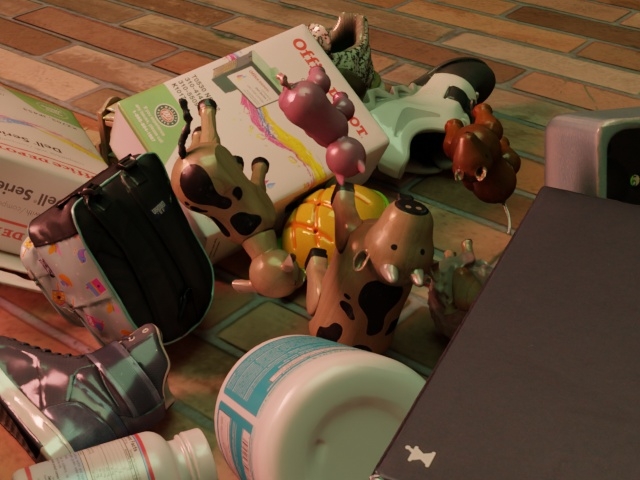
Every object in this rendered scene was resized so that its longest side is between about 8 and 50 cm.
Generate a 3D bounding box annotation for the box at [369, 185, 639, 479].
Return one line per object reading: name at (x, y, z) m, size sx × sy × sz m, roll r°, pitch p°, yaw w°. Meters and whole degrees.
box at (0.170, 0.187, 0.661) m, size 0.179 × 0.312 × 0.343 m, roll 14°, pitch 35°, yaw 21°

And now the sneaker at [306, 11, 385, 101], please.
sneaker at (-0.035, -0.220, 1.439) m, size 0.158 × 0.182 × 0.410 m, roll 14°, pitch 35°, yaw 22°

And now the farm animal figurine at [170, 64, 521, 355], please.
farm animal figurine at (0.032, 0.006, 0.958) m, size 0.330 × 0.327 × 0.172 m, roll -2°, pitch 44°, yaw -1°

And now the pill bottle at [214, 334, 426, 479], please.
pill bottle at (-0.004, 0.153, 0.810) m, size 0.146 × 0.146 × 0.264 m, roll -10°, pitch 2°, yaw -15°

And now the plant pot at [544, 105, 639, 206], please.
plant pot at (0.367, -0.037, 1.105) m, size 0.248 × 0.247 × 0.252 m, roll -6°, pitch 15°, yaw -9°

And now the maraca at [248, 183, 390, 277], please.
maraca at (0.000, 0.000, 1.174) m, size 0.186 × 0.099 × 0.127 m, roll -31°, pitch 34°, yaw 0°

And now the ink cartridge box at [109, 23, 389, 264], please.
ink cartridge box at (-0.086, -0.119, 1.229) m, size 0.278 × 0.117 × 0.201 m, roll -29°, pitch 77°, yaw -26°

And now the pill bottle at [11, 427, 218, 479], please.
pill bottle at (-0.171, 0.213, 0.836) m, size 0.160 × 0.087 × 0.087 m, roll -13°, pitch 34°, yaw -20°

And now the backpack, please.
backpack at (-0.207, 0.026, 1.052) m, size 0.144 × 0.188 × 0.166 m, roll -25°, pitch 15°, yaw 34°

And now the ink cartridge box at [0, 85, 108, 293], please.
ink cartridge box at (-0.364, -0.073, 1.190) m, size 0.207 × 0.119 × 0.353 m, roll 18°, pitch 18°, yaw -37°

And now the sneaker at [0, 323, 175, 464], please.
sneaker at (-0.242, 0.123, 0.968) m, size 0.163 × 0.086 × 0.226 m, roll -35°, pitch 54°, yaw -27°

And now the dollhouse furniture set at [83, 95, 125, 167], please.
dollhouse furniture set at (-0.303, -0.130, 1.374) m, size 0.182 × 0.101 × 0.161 m, roll 14°, pitch 35°, yaw 22°

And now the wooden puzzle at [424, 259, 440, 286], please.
wooden puzzle at (0.138, 0.041, 1.184) m, size 0.083 × 0.006 × 0.049 m, roll 18°, pitch 36°, yaw 27°

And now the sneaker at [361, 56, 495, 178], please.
sneaker at (0.170, -0.162, 1.431) m, size 0.146 × 0.122 × 0.330 m, roll 41°, pitch 47°, yaw 23°

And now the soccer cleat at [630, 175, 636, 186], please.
soccer cleat at (0.403, -0.112, 1.387) m, size 0.072 × 0.060 × 0.179 m, roll 0°, pitch 24°, yaw 18°
